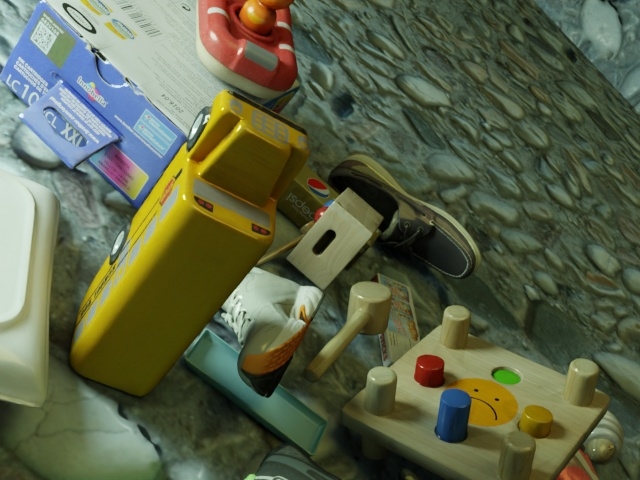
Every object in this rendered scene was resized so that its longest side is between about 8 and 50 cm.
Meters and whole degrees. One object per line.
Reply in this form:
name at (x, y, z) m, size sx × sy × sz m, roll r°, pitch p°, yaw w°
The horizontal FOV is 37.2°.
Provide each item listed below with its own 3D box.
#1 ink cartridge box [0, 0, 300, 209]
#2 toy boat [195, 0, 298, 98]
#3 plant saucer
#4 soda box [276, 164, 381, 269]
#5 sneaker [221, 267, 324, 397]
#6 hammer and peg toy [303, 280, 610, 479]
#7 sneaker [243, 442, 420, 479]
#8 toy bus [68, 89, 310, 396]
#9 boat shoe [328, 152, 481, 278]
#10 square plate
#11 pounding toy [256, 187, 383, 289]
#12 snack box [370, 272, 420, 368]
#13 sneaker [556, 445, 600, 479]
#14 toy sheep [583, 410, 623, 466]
ink cartridge box at (-0.241, -0.216, 1.321) m, size 0.270 × 0.151 × 0.395 m, roll 43°, pitch 30°, yaw 3°
toy boat at (-0.085, -0.319, 1.332) m, size 0.151 × 0.151 × 0.231 m, roll 23°, pitch 36°, yaw -27°
plant saucer at (-0.077, 0.184, 1.137) m, size 0.192 × 0.018 × 0.067 m, roll 39°, pitch 32°, yaw -4°
soda box at (0.001, -0.043, 1.448) m, size 0.181 × 0.061 × 0.058 m, roll 42°, pitch 33°, yaw 1°
sneaker at (-0.080, 0.102, 1.154) m, size 0.121 × 0.099 × 0.262 m, roll 27°, pitch 13°, yaw 2°
hammer and peg toy at (0.149, 0.196, 1.205) m, size 0.361 × 0.127 × 0.266 m, roll 22°, pitch 34°, yaw 29°
sneaker at (0.126, 0.351, 0.993) m, size 0.483 × 0.185 × 0.202 m, roll 32°, pitch 37°, yaw -16°
toy bus at (-0.140, 0.009, 0.985) m, size 0.108 × 0.333 × 0.130 m, roll 27°, pitch 34°, yaw -21°
boat shoe at (0.127, -0.028, 1.534) m, size 0.285 × 0.103 × 0.092 m, roll 41°, pitch 37°, yaw 8°
square plate at (-0.423, -0.011, 0.943) m, size 0.344 × 0.049 × 0.347 m, roll 21°, pitch 30°, yaw -26°
pounding toy at (0.000, 0.000, 1.352) m, size 0.100 × 0.141 × 0.130 m, roll 41°, pitch 18°, yaw 0°
snack box at (0.114, 0.125, 1.400) m, size 0.064 × 0.022 × 0.178 m, roll 23°, pitch 36°, yaw -24°
sneaker at (0.329, 0.361, 1.257) m, size 0.314 × 0.116 × 0.136 m, roll 40°, pitch 36°, yaw 1°
toy sheep at (0.420, 0.296, 1.459) m, size 0.091 × 0.091 × 0.132 m, roll 36°, pitch 27°, yaw -8°
